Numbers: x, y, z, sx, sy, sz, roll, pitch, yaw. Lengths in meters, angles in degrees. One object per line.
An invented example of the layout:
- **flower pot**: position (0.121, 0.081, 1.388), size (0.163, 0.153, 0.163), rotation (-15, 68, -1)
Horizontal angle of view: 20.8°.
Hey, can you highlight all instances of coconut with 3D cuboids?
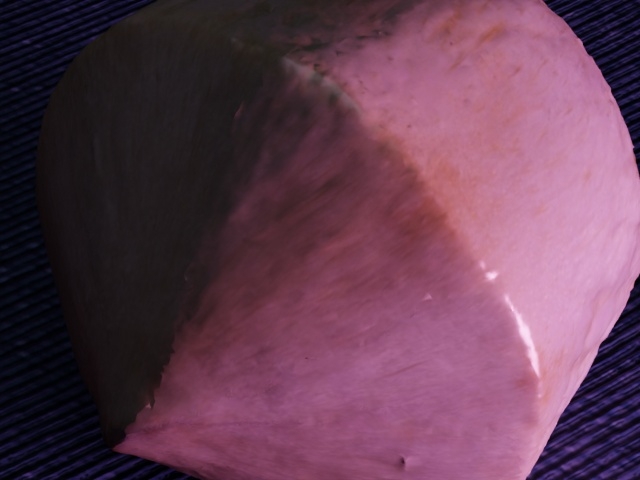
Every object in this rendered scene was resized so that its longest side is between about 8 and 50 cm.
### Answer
- **coconut**: position (0.000, 0.000, 0.854), size (0.328, 0.329, 0.329), rotation (1, 46, -1)
